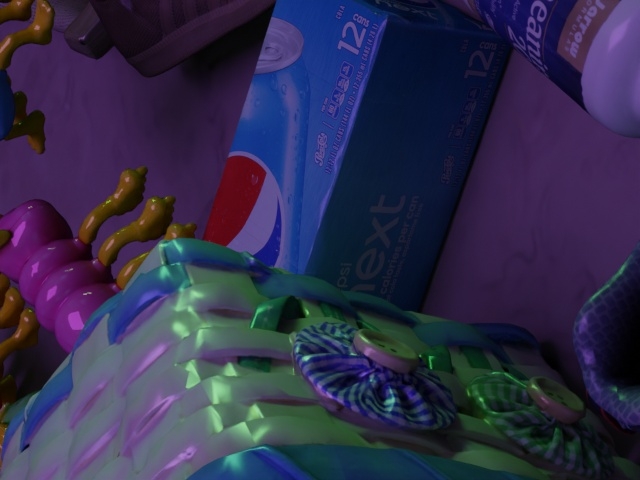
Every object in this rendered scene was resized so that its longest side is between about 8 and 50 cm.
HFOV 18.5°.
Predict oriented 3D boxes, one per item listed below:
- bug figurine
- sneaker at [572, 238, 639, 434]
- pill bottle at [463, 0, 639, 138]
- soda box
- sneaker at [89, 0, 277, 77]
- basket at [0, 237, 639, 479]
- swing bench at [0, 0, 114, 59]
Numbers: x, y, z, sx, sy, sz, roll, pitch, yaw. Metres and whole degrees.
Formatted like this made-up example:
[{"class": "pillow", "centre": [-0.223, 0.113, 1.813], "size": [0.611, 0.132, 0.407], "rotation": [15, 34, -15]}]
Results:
[{"class": "bug figurine", "centre": [-0.143, 0.023, 0.888], "size": [0.216, 0.072, 0.279], "rotation": [43, 142, 32]}, {"class": "sneaker", "centre": [0.168, -0.029, 0.565], "size": [0.104, 0.125, 0.262], "rotation": [51, 124, 37]}, {"class": "pill bottle", "centre": [0.105, -0.078, 0.683], "size": [0.120, 0.067, 0.067], "rotation": [47, 122, 39]}, {"class": "soda box", "centre": [0.000, 0.000, 0.795], "size": [0.067, 0.071, 0.210], "rotation": [34, 113, 44]}, {"class": "sneaker", "centre": [-0.044, -0.130, 0.838], "size": [0.071, 0.066, 0.188], "rotation": [51, 137, -11]}, {"class": "basket", "centre": [0.010, 0.149, 0.638], "size": [0.201, 0.255, 0.289], "rotation": [-46, 44, 34]}, {"class": "swing bench", "centre": [-0.216, -0.233, 0.944], "size": [0.253, 0.255, 0.165], "rotation": [24, 84, 45]}]
